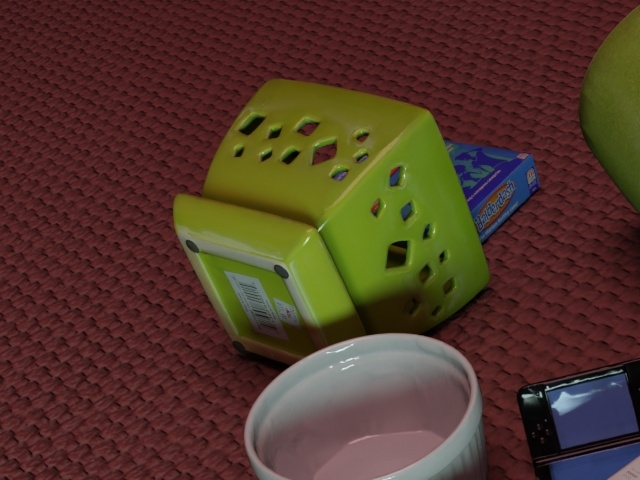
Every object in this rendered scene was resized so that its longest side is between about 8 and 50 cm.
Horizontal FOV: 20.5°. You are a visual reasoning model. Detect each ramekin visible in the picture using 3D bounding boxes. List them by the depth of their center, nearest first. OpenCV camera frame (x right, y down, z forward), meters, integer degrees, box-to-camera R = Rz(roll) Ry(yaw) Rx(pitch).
[{"bbox_3d":[0.047,0.184,1.521,0.207,0.109,0.207,-13,30,8],"label":"ramekin"}]

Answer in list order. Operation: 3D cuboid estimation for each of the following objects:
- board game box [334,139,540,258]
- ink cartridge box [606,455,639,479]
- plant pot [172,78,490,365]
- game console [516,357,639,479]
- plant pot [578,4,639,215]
[{"bbox_3d":[0.107,-0.049,1.925,0.210,0.047,0.160,11,41,40],"label":"board game box"},{"bbox_3d":[0.235,0.241,1.324,0.198,0.115,0.067,-32,34,-22],"label":"ink cartridge box"},{"bbox_3d":[0.000,0.000,1.739,0.227,0.228,0.207,15,51,42],"label":"plant pot"},{"bbox_3d":[0.236,0.166,1.494,0.122,0.107,0.071,-14,2,6],"label":"game console"},{"bbox_3d":[0.410,-0.057,1.609,0.275,0.274,0.293,-17,45,1],"label":"plant pot"}]
